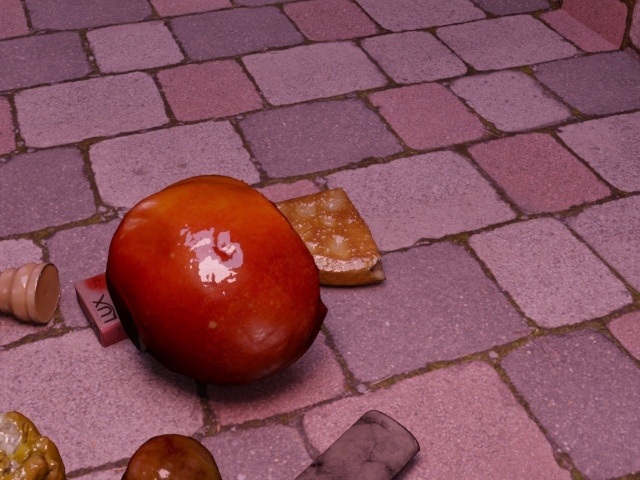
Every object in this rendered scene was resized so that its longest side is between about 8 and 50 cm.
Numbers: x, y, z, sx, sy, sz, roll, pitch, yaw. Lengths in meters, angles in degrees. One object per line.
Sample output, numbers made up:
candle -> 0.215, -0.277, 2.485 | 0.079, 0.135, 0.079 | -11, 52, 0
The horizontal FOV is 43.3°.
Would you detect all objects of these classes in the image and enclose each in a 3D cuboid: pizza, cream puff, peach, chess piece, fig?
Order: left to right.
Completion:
chess piece -> -0.718, 0.086, 1.566 | 0.397, 0.117, 0.117 | 4, 40, 5
cream puff -> -0.476, 0.361, 1.210 | 0.194, 0.195, 0.221 | -15, 31, -20
fig -> -0.189, 0.422, 1.150 | 0.190, 0.191, 0.290 | -21, 61, -25
peach -> -0.202, 0.079, 1.413 | 0.310, 0.335, 0.406 | -31, 69, -32
pizza -> -0.027, 0.014, 1.704 | 0.268, 0.087, 0.258 | -12, 46, -15

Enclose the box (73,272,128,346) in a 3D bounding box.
box -> -0.404, 0.126, 1.571 | 0.111, 0.060, 0.156 | -23, 45, -26

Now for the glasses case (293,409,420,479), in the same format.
glasses case -> 0.028, 0.391, 1.268 | 0.114, 0.060, 0.299 | 29, 47, 29
